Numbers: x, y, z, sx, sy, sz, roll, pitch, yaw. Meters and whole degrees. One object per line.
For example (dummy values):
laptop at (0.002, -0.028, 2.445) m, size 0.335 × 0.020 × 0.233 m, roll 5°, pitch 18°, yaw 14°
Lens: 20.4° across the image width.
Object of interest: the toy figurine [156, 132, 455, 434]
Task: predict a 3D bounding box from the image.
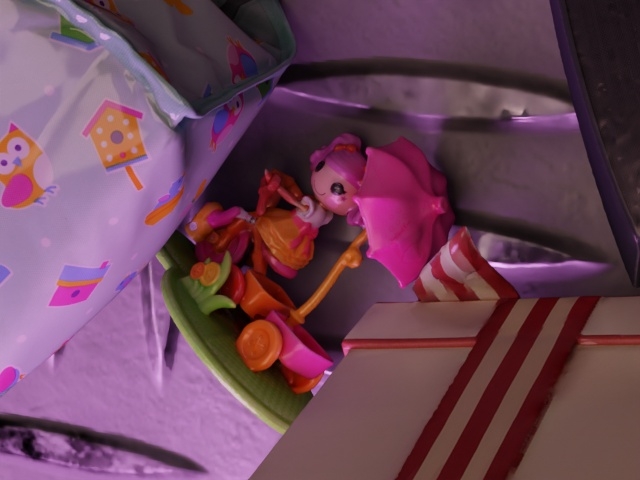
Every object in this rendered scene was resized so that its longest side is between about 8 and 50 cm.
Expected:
toy figurine at (0.000, 0.000, 1.022) m, size 0.159 × 0.130 × 0.173 m, roll -43°, pitch 53°, yaw 11°

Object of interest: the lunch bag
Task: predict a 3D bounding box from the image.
lunch bag at (-0.136, -0.059, 0.982) m, size 0.160 × 0.262 × 0.223 m, roll 39°, pitch 111°, yaw 1°

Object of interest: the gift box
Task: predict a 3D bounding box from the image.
gift box at (0.119, 0.150, 0.873) m, size 0.255 × 0.258 × 0.276 m, roll 2°, pitch 117°, yaw 26°

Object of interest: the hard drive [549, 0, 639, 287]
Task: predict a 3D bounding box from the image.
hard drive at (0.188, -0.120, 0.830) m, size 0.172 × 0.054 × 0.255 m, roll -15°, pitch 75°, yaw 20°
